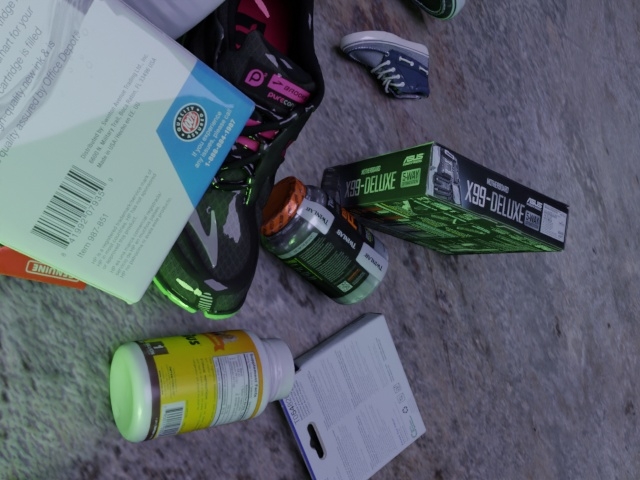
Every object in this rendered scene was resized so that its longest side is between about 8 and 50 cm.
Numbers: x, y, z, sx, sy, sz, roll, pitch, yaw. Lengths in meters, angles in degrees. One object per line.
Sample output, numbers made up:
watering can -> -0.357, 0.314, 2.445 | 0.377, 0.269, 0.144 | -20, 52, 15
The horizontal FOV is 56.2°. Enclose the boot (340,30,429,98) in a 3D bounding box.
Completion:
boot -> 0.114, -0.286, 0.990 | 0.189, 0.069, 0.086 | -3, 87, -37

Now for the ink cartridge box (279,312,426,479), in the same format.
ink cartridge box -> 0.044, 0.259, 0.927 | 0.223, 0.045, 0.224 | -27, 103, -32

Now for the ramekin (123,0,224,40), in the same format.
ramekin -> -0.164, -0.348, 0.681 | 0.135, 0.277, 0.277 | 44, 64, -33

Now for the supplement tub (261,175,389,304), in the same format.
supplement tub -> 0.000, 0.000, 0.867 | 0.190, 0.117, 0.117 | 40, 66, -28

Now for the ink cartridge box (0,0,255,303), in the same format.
ink cartridge box -> -0.251, -0.117, 0.526 | 0.307, 0.129, 0.223 | 33, 86, -33

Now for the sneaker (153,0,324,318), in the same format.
sneaker -> -0.109, -0.148, 0.730 | 0.185, 0.202, 0.483 | 13, 77, -29

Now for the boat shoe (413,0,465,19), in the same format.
boat shoe -> 0.119, -0.472, 0.983 | 0.301, 0.108, 0.102 | 46, 63, -21

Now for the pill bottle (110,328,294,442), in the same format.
pill bottle -> -0.144, 0.175, 0.756 | 0.214, 0.117, 0.117 | -1, 88, -36

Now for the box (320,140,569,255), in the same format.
box -> 0.189, -0.048, 0.927 | 0.307, 0.242, 0.077 | 17, 78, -33

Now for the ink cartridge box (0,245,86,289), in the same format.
ink cartridge box -> -0.332, -0.081, 0.599 | 0.275, 0.060, 0.239 | 16, 93, -33
